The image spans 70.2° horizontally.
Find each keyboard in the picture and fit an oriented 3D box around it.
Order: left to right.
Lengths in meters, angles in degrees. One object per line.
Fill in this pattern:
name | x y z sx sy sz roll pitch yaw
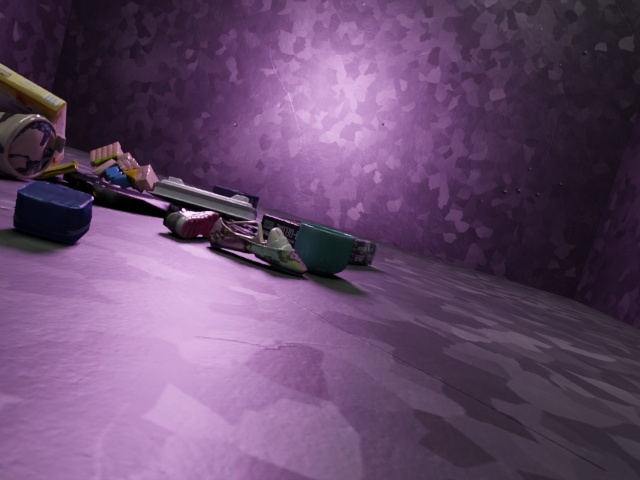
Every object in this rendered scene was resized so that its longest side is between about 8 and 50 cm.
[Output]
keyboard | -0.288 -0.047 1.250 0.317 0.033 0.201 22 8 41

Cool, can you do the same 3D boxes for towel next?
towel | -0.740 -0.202 1.286 0.102 0.021 0.237 -18 20 -22

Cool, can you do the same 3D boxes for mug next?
mug | 0.009 0.023 1.046 0.129 0.097 0.157 18 4 22

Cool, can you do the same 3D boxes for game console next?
game console | -0.567 -0.133 1.226 0.361 0.044 0.213 21 5 41

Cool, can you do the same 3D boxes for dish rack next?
dish rack | -0.350 -0.122 1.446 0.332 0.072 0.285 15 -2 -6

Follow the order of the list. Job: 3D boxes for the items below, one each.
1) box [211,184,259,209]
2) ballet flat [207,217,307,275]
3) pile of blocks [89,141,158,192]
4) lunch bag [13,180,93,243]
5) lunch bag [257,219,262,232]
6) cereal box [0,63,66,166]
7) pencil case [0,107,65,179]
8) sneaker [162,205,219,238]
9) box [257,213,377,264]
box | -0.383 -0.179 2.035 0.155 0.093 0.158 18 6 17
ballet flat | -0.125 0.004 0.928 0.221 0.079 0.077 18 4 14
pile of blocks | -0.691 -0.222 1.600 0.362 0.149 0.113 31 -30 37
lunch bag | -0.380 -0.038 0.644 0.098 0.065 0.067 17 20 -8
lunch bag | -0.153 -0.038 1.465 0.071 0.053 0.083 15 14 9
cereal box | -0.745 -0.310 1.162 0.173 0.047 0.240 29 -38 -13
pencil case | -0.845 -0.268 1.084 0.410 0.160 0.183 16 31 3
sneaker | -0.286 -0.044 1.009 0.074 0.063 0.170 24 11 12
box | 0.000 0.000 1.395 0.242 0.077 0.307 20 6 32
